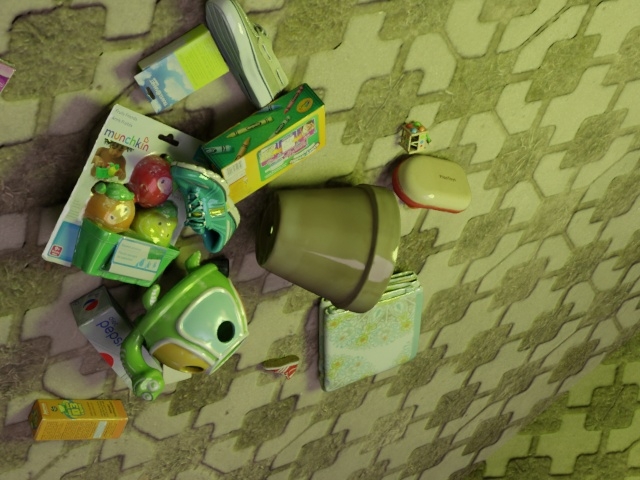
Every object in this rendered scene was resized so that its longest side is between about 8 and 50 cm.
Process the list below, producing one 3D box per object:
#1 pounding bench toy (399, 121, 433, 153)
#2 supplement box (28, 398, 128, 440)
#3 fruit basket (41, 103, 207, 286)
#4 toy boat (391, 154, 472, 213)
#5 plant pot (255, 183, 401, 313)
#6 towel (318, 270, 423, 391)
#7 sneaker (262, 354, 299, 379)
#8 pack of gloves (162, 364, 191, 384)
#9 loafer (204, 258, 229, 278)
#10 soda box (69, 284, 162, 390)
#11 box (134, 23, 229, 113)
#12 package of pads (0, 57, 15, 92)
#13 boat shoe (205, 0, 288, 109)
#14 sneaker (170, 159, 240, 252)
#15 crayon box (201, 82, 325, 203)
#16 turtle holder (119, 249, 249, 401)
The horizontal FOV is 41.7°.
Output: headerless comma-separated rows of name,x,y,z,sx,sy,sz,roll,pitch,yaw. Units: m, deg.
pounding bench toy,0.252,-0.268,2.142,0.083,0.052,0.065,-15,132,-23
supplement box,-0.626,0.463,2.174,0.233,0.078,0.080,6,121,-37
fruit basket,-0.387,-0.079,1.802,0.327,0.165,0.353,21,103,-54
toy boat,0.279,-0.133,2.234,0.231,0.151,0.151,8,150,-37
plant pot,0.000,0.000,2.056,0.280,0.323,0.323,11,120,-20
towel,0.145,0.271,2.506,0.321,0.090,0.374,-16,133,-17
sneaker,-0.118,0.377,2.453,0.118,0.042,0.067,-6,125,-31
pack of gloves,-0.336,0.253,2.222,0.195,0.046,0.232,-12,120,-26
loafer,-0.264,0.117,2.137,0.061,0.062,0.170,3,120,-1
soda box,-0.497,0.243,2.061,0.098,0.091,0.286,-30,136,-7
box,-0.289,-0.353,1.730,0.178,0.042,0.109,-32,136,-5
package of pads,-0.612,-0.304,1.571,0.050,0.032,0.083,25,109,-42
boat shoe,-0.151,-0.404,1.750,0.094,0.109,0.302,-43,148,-13
sneaker,-0.249,-0.072,1.808,0.110,0.107,0.275,-65,152,-26
crayon box,-0.119,-0.211,1.870,0.278,0.081,0.165,-34,159,-14
turtle holder,-0.309,0.204,1.952,0.243,0.227,0.320,-49,175,35
